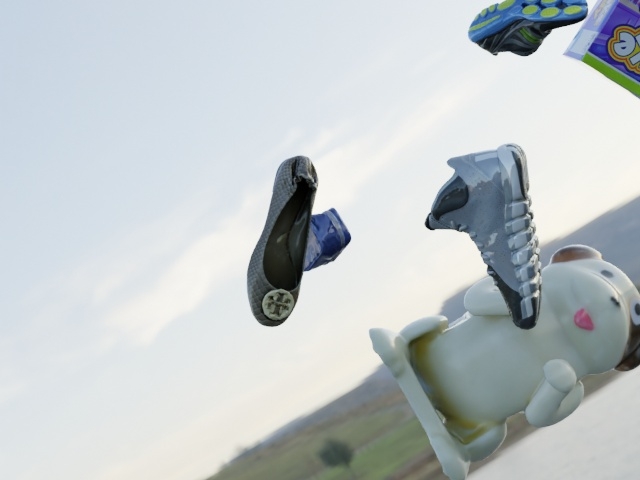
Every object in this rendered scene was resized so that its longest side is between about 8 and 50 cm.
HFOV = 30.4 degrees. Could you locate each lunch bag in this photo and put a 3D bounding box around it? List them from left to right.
[{"bbox_3d":[0.000,0.000,1.755,0.065,0.067,0.098,-18,-17,-31],"label":"lunch bag"}]

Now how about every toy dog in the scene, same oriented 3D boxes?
[{"bbox_3d":[0.347,0.190,1.956,0.407,0.285,0.395,-31,-19,9],"label":"toy dog"}]

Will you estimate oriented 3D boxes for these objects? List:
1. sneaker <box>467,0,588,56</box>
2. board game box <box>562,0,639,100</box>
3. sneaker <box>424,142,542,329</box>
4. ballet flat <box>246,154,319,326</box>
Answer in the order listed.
[{"bbox_3d":[0.288,-0.296,1.600,0.188,0.078,0.067,-11,51,48],"label":"sneaker"},{"bbox_3d":[0.443,-0.187,1.117,0.233,0.347,0.078,-60,8,11],"label":"board game box"},{"bbox_3d":[0.196,-0.001,1.441,0.132,0.229,0.086,-6,7,18],"label":"sneaker"},{"bbox_3d":[-0.046,0.001,1.673,0.084,0.250,0.058,16,-6,-30],"label":"ballet flat"}]
